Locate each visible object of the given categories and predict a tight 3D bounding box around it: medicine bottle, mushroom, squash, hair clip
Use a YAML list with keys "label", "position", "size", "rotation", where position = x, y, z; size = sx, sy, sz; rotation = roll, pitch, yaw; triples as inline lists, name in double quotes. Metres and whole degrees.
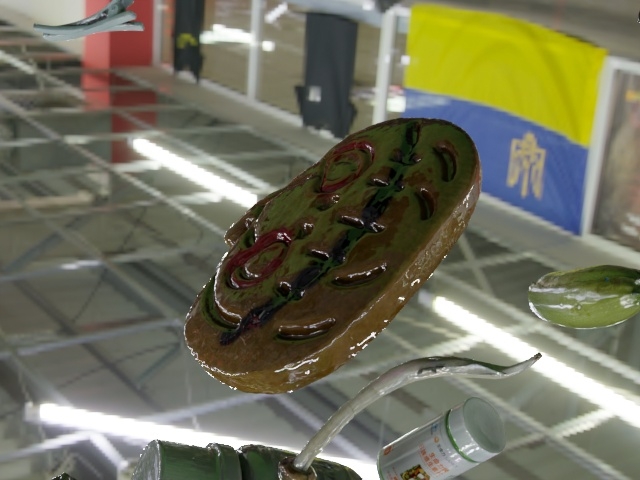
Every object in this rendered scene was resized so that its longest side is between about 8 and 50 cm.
- label: "medicine bottle"
  position: [0.167, 0.296, 1.515]
  size: [0.086, 0.183, 0.086]
  rotation: [27, -137, -28]
- label: "mushroom"
  position: [0.081, 0.168, 1.107]
  size: [0.306, 0.068, 0.043]
  rotation: [-33, 175, 13]
- label: "squash"
  position: [0.377, 0.079, 1.509]
  size: [0.095, 0.094, 0.341]
  rotation: [-1, 177, -15]
- label: "medicine bottle"
  position: [-0.105, 0.400, 1.463]
  size: [0.306, 0.245, 0.245]
  rotation: [16, -164, -18]
- label: "hair clip"
  position: [-0.235, -0.225, 1.091]
  size: [0.115, 0.039, 0.030]
  rotation: [-8, 152, 16]

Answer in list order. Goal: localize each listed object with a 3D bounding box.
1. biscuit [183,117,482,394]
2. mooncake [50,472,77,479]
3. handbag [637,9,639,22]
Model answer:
- label: "biscuit"
  position: [-0.001, -0.001, 1.144]
  size: [0.367, 0.063, 0.314]
  rotation: [-49, -145, -17]
- label: "mooncake"
  position: [-0.437, 0.454, 1.721]
  size: [0.073, 0.125, 0.130]
  rotation: [25, -147, -21]
- label: "handbag"
  position: [0.515, -0.314, 1.059]
  size: [0.325, 0.327, 0.162]
  rotation: [23, -177, -3]
